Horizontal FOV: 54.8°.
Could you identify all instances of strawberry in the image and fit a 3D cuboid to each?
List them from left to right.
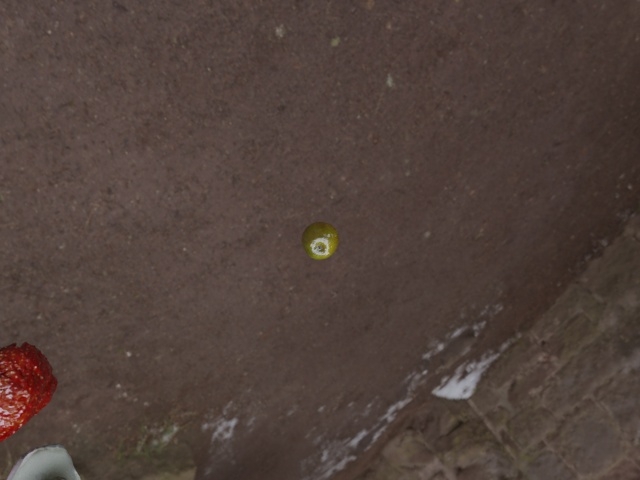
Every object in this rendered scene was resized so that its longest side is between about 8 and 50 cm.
[{"bbox_3d":[-0.447,0.229,0.916,0.147,0.082,0.187,-64,173,9],"label":"strawberry"}]

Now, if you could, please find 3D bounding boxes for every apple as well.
[{"bbox_3d":[0.000,0.000,1.451,0.089,0.074,0.090,0,115,1],"label":"apple"}]

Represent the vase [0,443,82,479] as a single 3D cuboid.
[{"bbox_3d":[-0.588,0.463,0.956,0.445,0.250,0.250,-19,152,9],"label":"vase"}]
